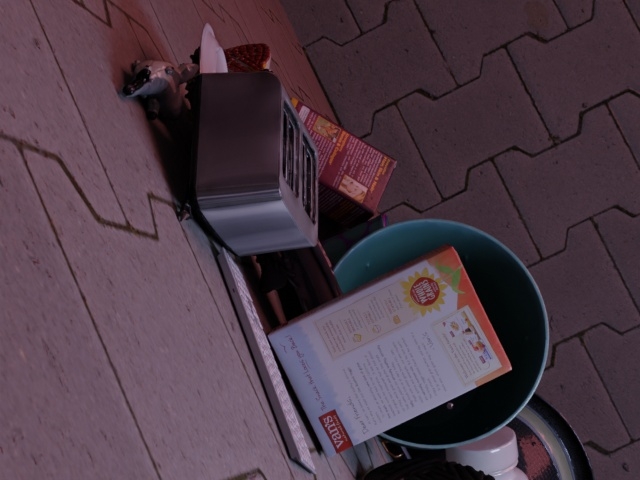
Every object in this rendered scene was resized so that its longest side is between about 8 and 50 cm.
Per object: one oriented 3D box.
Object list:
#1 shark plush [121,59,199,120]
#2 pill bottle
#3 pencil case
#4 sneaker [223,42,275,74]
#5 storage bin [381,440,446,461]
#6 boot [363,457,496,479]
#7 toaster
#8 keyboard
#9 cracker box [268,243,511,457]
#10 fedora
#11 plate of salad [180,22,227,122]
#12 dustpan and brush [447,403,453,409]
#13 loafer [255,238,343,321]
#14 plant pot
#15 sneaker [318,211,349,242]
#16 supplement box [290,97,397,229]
[{"bbox_3d":[-0.175,-0.163,1.320,0.161,0.073,0.067,-102,-164,-82],"label":"shark plush"},{"bbox_3d":[0.242,0.390,1.749,0.131,0.131,0.229,-83,166,-76],"label":"pill bottle"},{"bbox_3d":[0.038,0.019,1.755,0.070,0.151,0.064,32,35,-74],"label":"pencil case"},{"bbox_3d":[-0.113,-0.248,1.963,0.225,0.088,0.093,-107,-172,-50],"label":"sneaker"},{"bbox_3d":[0.125,0.274,1.790,0.135,0.098,0.091,61,-19,-19],"label":"storage bin"},{"bbox_3d":[0.185,0.426,1.414,0.131,0.348,0.260,-15,115,-45],"label":"boot"},{"bbox_3d":[-0.075,-0.077,1.333,0.168,0.110,0.186,56,32,-62],"label":"toaster"},{"bbox_3d":[-0.057,0.127,1.292,0.256,0.014,0.072,68,9,25],"label":"keyboard"},{"bbox_3d":[0.077,0.123,1.367,0.067,0.232,0.156,-86,150,-88],"label":"cracker box"},{"bbox_3d":[0.274,0.392,1.931,0.152,0.334,0.334,-24,88,-52],"label":"fedora"},{"bbox_3d":[-0.140,-0.164,1.472,0.200,0.048,0.200,-2,90,-86],"label":"plate of salad"},{"bbox_3d":[0.155,0.293,1.912,0.211,0.060,0.147,23,-72,54],"label":"dustpan and brush"},{"bbox_3d":[-0.027,0.062,1.439,0.302,0.095,0.109,61,-11,4],"label":"loafer"},{"bbox_3d":[0.139,0.143,1.607,0.235,0.293,0.293,87,-20,-74],"label":"plant pot"},{"bbox_3d":[0.000,0.000,1.873,0.319,0.112,0.131,59,-20,-4],"label":"sneaker"},{"bbox_3d":[0.003,-0.111,1.780,0.188,0.081,0.104,31,62,-13],"label":"supplement box"}]
